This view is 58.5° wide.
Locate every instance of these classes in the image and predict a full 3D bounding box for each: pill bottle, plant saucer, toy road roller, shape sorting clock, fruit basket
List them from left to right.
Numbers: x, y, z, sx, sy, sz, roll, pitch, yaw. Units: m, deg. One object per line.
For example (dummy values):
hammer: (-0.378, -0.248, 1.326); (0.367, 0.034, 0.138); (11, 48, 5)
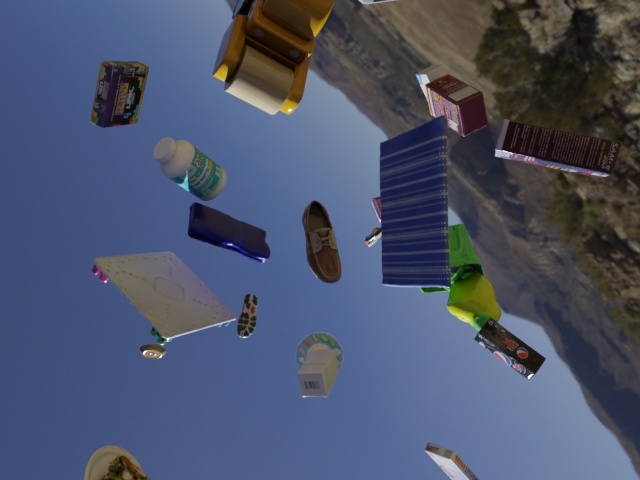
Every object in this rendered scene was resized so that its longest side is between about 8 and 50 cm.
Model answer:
plant saucer: (-0.537, 0.358, 1.827); (0.083, 0.083, 0.015); (33, -141, -36)
pill bottle: (-0.469, -0.260, 2.040); (0.264, 0.146, 0.146); (37, -165, -48)
toy road roller: (-0.093, -0.486, 1.324); (0.202, 0.240, 0.329); (23, -118, -25)
shape sorting clock: (-0.004, 0.495, 2.443); (0.206, 0.206, 0.040); (46, 170, 4)
fruit basket: (0.482, 0.158, 2.039); (0.392, 0.283, 0.392); (-9, -90, -73)

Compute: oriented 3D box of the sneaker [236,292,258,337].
sneaker: (-0.263, 0.279, 2.086); (0.068, 0.071, 0.170); (14, -122, -6)

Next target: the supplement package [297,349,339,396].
supplement package: (-0.006, 0.507, 2.190); (0.179, 0.105, 0.105); (-48, -52, -64)

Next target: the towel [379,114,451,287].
towel: (0.197, -0.071, 1.193); (0.040, 0.336, 0.243); (1, 176, -24)

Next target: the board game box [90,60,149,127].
board game box: (-0.542, -0.397, 1.546); (0.048, 0.170, 0.141); (27, -155, 13)

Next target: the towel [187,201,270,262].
towel: (-0.337, -0.025, 2.081); (0.308, 0.076, 0.228); (24, -163, -19)

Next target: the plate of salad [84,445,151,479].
plate of salad: (-0.437, 0.546, 1.259); (0.200, 0.048, 0.200); (56, -166, -21)

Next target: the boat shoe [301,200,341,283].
boat shoe: (0.000, 0.000, 2.068); (0.116, 0.123, 0.324); (97, 156, -62)

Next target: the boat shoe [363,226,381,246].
boat shoe: (0.216, -0.027, 2.235); (0.049, 0.137, 0.043); (-19, -110, -39)

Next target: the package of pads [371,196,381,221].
package of pads: (0.198, -0.102, 1.816); (0.032, 0.050, 0.083); (83, 170, -58)

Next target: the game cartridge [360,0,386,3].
game cartridge: (0.236, -1.010, 2.254); (0.297, 0.062, 0.198); (-18, -134, -24)

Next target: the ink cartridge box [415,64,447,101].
ink cartridge box: (0.369, -0.441, 1.749); (0.181, 0.061, 0.104); (61, -179, -18)

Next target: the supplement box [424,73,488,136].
supplement box: (0.378, -0.381, 1.597); (0.188, 0.081, 0.104); (57, 171, 53)

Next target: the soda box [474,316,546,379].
soda box: (0.485, 0.278, 1.468); (0.169, 0.060, 0.053); (37, 156, 20)

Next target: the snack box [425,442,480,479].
snack box: (0.285, 0.481, 1.199); (0.064, 0.022, 0.178); (3, 141, 44)

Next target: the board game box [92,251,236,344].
board game box: (-0.538, 0.188, 1.993); (0.390, 0.050, 0.390); (41, -161, 19)

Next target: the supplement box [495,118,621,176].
supplement box: (0.512, -0.199, 1.252); (0.239, 0.073, 0.130); (15, -174, 16)
